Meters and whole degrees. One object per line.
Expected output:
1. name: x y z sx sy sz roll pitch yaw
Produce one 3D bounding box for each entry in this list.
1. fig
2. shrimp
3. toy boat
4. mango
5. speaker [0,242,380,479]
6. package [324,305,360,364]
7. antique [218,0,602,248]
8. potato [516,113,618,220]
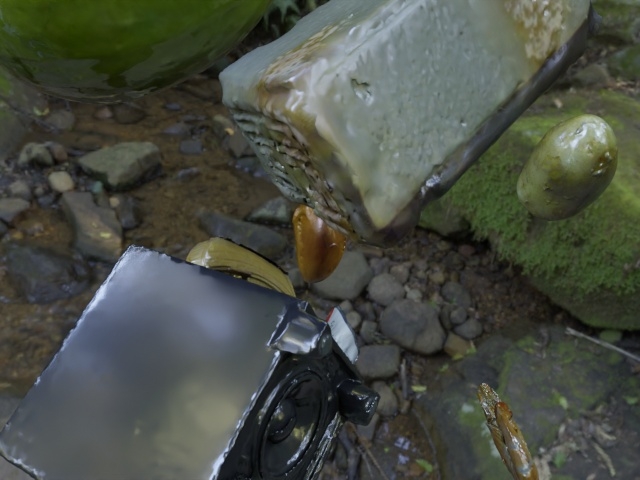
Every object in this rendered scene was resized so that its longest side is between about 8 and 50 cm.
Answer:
1. fig: -0.178 -0.279 0.561 0.316 0.316 0.316 5 33 -3
2. shrimp: 0.390 0.400 1.281 0.063 0.152 0.287 -25 37 6
3. toy boat: -0.133 0.088 1.065 0.089 0.321 0.121 -17 66 17
4. mango: 0.000 0.000 0.826 0.077 0.127 0.063 16 19 34
5. speaker: -0.109 0.162 0.567 0.254 0.184 0.232 14 64 30
6. package: 0.011 0.232 1.177 0.040 0.166 0.232 37 6 -15
7. antique: 0.081 -0.137 0.427 0.284 0.125 0.150 -40 30 -12
8. potato: 0.564 -0.162 1.355 0.210 0.307 0.173 -23 68 -5
